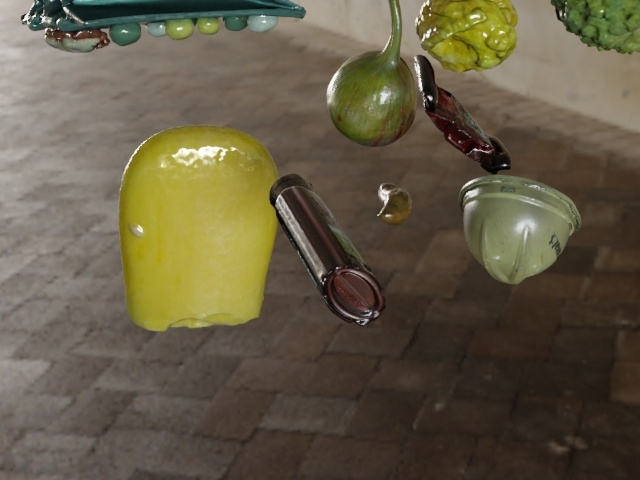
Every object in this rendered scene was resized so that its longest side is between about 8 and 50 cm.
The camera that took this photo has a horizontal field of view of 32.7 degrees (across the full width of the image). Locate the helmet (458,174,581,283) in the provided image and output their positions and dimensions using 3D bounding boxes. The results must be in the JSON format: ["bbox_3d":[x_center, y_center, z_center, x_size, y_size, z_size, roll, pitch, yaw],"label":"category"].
[{"bbox_3d":[0.322,0.003,1.811,0.204,0.137,0.257,7,-17,25],"label":"helmet"}]

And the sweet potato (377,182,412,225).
[{"bbox_3d":[0.128,-0.065,1.849,0.053,0.054,0.182,34,14,-9],"label":"sweet potato"}]

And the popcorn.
[{"bbox_3d":[0.277,-0.408,2.066,0.198,0.197,0.155,4,58,19],"label":"popcorn"}]

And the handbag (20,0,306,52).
[{"bbox_3d":[-0.181,-0.266,1.225,0.274,0.100,0.269,-14,18,-27],"label":"handbag"}]

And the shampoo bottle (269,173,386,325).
[{"bbox_3d":[0.000,0.000,1.693,0.084,0.129,0.323,-41,34,7],"label":"shampoo bottle"}]

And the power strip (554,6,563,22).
[{"bbox_3d":[0.401,-0.366,1.630,0.111,0.029,0.038,-41,47,-6],"label":"power strip"}]

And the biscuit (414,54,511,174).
[{"bbox_3d":[0.242,-0.212,1.917,0.063,0.235,0.151,-40,24,24],"label":"biscuit"}]

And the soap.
[{"bbox_3d":[-0.234,-0.027,2.088,0.306,0.427,0.115,4,29,-9],"label":"soap"}]

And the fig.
[{"bbox_3d":[0.092,-0.257,1.594,0.149,0.245,0.149,9,40,-8],"label":"fig"}]

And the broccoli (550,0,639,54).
[{"bbox_3d":[0.354,-0.290,0.933,0.254,0.302,0.186,-7,58,-36],"label":"broccoli"}]
